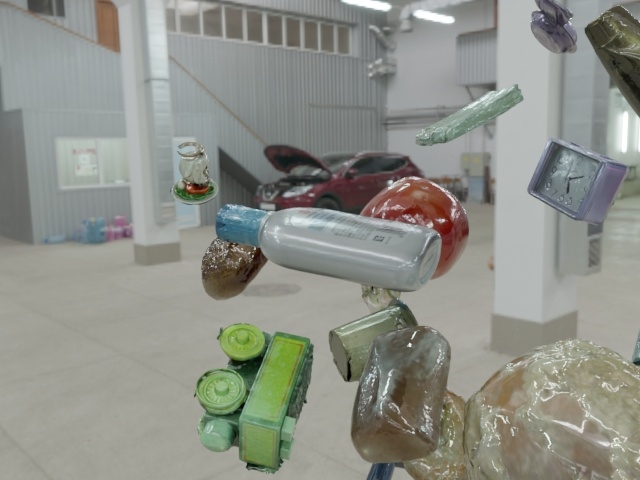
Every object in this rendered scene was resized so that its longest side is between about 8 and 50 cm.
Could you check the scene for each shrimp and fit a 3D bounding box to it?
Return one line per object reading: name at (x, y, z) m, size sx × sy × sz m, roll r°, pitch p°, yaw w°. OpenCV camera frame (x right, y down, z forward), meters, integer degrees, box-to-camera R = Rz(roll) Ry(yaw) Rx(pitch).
shrimp at (0.216, 0.338, 1.239) m, size 0.168 × 0.317 × 0.077 m, roll -16°, pitch -27°, yaw 5°

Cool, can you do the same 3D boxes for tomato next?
tomato at (0.233, -0.038, 1.548) m, size 0.299 × 0.226 × 0.298 m, roll 10°, pitch 26°, yaw -5°

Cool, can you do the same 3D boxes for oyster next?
oyster at (0.191, 0.164, 1.965) m, size 0.133 × 0.209 × 0.072 m, roll -32°, pitch 0°, yaw 24°

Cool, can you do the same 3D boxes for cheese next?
cheese at (0.410, -0.379, 1.085) m, size 0.105 × 0.042 × 0.191 m, roll 46°, pitch 12°, yaw 21°

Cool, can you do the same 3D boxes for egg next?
egg at (0.299, 0.248, 0.698) m, size 0.280 × 0.278 × 0.310 m, roll -5°, pitch 17°, yaw -23°

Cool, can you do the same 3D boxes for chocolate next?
chocolate at (0.121, 0.232, 1.013) m, size 0.157 × 0.080 × 0.253 m, roll -20°, pitch 31°, yaw 33°

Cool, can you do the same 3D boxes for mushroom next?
mushroom at (-0.245, 0.058, 1.767) m, size 0.153 × 0.253 × 0.253 m, roll 37°, pitch -7°, yaw -22°

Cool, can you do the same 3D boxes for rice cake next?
rice cake at (0.287, -0.240, 1.203) m, size 0.211 × 0.038 × 0.124 m, roll -29°, pitch 12°, yaw -13°

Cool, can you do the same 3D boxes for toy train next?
toy train at (-0.120, 0.280, 1.142) m, size 0.189 × 0.159 × 0.271 m, roll 12°, pitch 38°, yaw 8°

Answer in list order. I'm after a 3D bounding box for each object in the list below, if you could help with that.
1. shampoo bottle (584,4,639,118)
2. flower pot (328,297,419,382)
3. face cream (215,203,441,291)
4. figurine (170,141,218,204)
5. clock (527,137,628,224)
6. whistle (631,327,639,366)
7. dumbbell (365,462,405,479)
shampoo bottle at (0.707, -0.349, 1.328) m, size 0.084 × 0.350 × 0.125 m, roll -27°, pitch -12°, yaw -25°
flower pot at (0.142, 0.281, 1.605) m, size 0.203 × 0.212 × 0.212 m, roll -17°, pitch 13°, yaw -18°
face cream at (0.000, 0.000, 0.916) m, size 0.337 × 0.080 × 0.163 m, roll 10°, pitch 20°, yaw 21°
figurine at (-0.346, -0.189, 1.657) m, size 0.133 × 0.153 × 0.132 m, roll 2°, pitch 40°, yaw -1°
clock at (0.564, -0.134, 1.362) m, size 0.073 × 0.144 × 0.193 m, roll 9°, pitch 21°, yaw -24°
whistle at (0.816, 0.271, 1.533) m, size 0.062 × 0.312 × 0.062 m, roll 24°, pitch -25°, yaw 12°
dumbbell at (0.144, 0.592, 1.524) m, size 0.144 × 0.159 × 0.324 m, roll 27°, pitch 41°, yaw 8°
